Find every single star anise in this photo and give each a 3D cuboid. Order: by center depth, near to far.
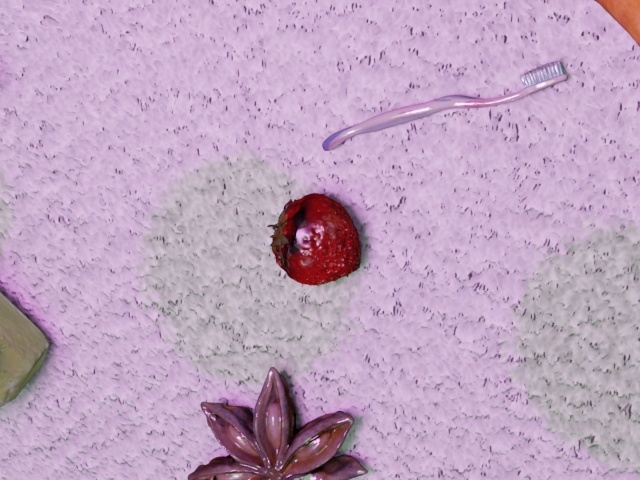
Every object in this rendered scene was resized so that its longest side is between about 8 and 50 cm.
[{"bbox_3d":[-0.058,0.244,1.555,0.197,0.073,0.212,35,111,3],"label":"star anise"}]

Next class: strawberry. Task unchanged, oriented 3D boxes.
[{"bbox_3d":[0.000,0.001,1.458,0.106,0.106,0.106,5,107,18],"label":"strawberry"}]

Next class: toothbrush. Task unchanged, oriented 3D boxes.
[{"bbox_3d":[0.122,-0.134,1.411,0.269,0.021,0.027,-15,87,22],"label":"toothbrush"}]

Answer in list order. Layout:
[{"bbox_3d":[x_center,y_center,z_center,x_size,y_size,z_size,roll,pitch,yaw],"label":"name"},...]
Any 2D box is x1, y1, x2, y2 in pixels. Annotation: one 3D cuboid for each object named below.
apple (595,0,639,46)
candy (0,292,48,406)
[{"bbox_3d":[0.365,-0.250,1.144,0.299,0.299,0.275,44,111,3],"label":"apple"},{"bbox_3d":[-0.468,0.055,1.597,0.142,0.132,0.343,-37,97,27],"label":"candy"}]
